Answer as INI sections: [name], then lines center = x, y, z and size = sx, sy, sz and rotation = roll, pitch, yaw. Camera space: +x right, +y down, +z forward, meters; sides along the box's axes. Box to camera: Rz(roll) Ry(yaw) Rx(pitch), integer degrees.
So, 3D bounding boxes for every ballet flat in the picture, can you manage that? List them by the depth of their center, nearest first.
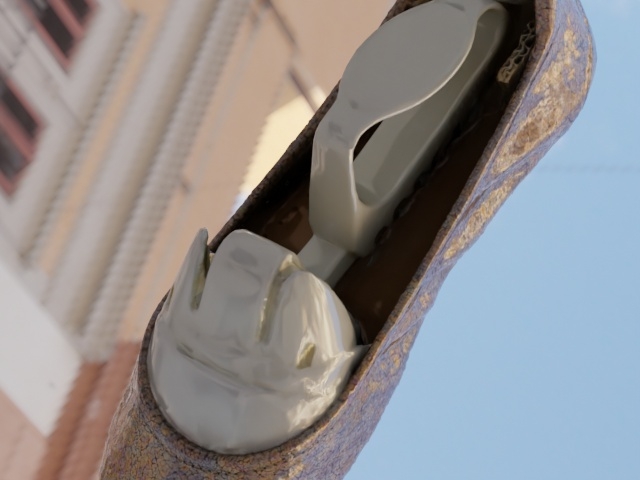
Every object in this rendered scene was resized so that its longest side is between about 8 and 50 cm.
[ballet flat]
center = 0.000, 0.000, 0.798
size = 0.107, 0.106, 0.316
rotation = 27, -106, 22
